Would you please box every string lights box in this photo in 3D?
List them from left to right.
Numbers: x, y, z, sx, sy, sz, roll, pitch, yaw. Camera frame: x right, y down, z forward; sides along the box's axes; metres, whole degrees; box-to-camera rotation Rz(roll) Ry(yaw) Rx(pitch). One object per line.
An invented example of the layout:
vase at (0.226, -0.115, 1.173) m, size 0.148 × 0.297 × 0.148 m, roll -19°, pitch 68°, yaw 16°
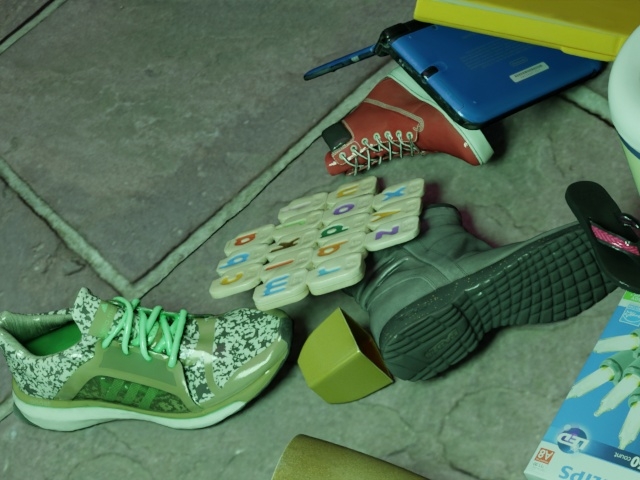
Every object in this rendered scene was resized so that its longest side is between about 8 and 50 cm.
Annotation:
string lights box at (0.342, 0.181, 1.726) m, size 0.133 × 0.077 × 0.259 m, roll 15°, pitch 60°, yaw 36°

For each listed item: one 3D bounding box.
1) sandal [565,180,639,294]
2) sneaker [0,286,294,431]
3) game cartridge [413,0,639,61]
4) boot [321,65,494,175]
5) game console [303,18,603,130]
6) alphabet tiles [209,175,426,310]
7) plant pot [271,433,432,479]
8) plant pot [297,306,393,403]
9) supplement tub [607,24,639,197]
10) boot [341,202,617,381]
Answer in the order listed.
sandal at (0.330, -0.009, 1.793) m, size 0.067 × 0.040 × 0.179 m, roll -12°, pitch 52°, yaw -24°
sneaker at (-0.235, 0.132, 1.995) m, size 0.410 × 0.182 × 0.158 m, roll -10°, pitch 48°, yaw 19°
game cartridge at (0.296, -0.331, 2.087) m, size 0.324 × 0.052 × 0.285 m, roll 14°, pitch 37°, yaw 3°
boot at (0.105, -0.121, 2.113) m, size 0.176 × 0.088 × 0.244 m, roll -39°, pitch 37°, yaw -8°
game console at (0.175, -0.222, 2.112) m, size 0.293 × 0.173 × 0.250 m, roll -26°, pitch 66°, yaw -40°
alphabet tiles at (0.000, 0.000, 2.026) m, size 0.278 × 0.021 × 0.284 m, roll -17°, pitch 23°, yaw 15°
plant pot at (0.081, 0.337, 1.646) m, size 0.254 × 0.237 × 0.237 m, roll 8°, pitch 55°, yaw 15°
plant pot at (0.023, 0.147, 1.925) m, size 0.083 × 0.081 × 0.081 m, roll -37°, pitch 44°, yaw 11°
supplement tub at (0.454, -0.082, 1.721) m, size 0.235 × 0.325 × 0.235 m, roll -15°, pitch 46°, yaw 16°
boot at (0.191, 0.015, 1.933) m, size 0.338 × 0.118 × 0.223 m, roll -22°, pitch 35°, yaw -2°
